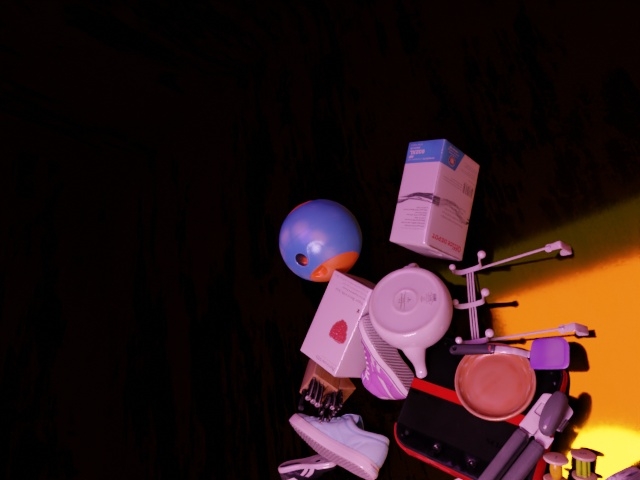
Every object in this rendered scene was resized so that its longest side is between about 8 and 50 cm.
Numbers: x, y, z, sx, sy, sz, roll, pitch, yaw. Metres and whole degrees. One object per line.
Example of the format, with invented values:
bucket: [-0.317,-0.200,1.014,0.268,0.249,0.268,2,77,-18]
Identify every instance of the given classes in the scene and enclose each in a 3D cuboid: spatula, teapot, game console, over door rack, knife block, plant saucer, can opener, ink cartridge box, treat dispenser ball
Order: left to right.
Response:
knife block: [-0.014,0.457,1.520,0.088,0.242,0.275,-53,48,15]
treat dispenser ball: [0.000,0.000,1.626,0.288,0.288,0.288,-15,66,39]
teapot: [0.271,0.210,1.356,0.256,0.187,0.252,-46,47,-6]
ink cartridge box: [0.344,-0.113,1.393,0.129,0.223,0.307,6,80,44]
game console: [0.403,0.444,1.227,0.387,0.060,0.341,8,62,43]
plant saucer: [0.444,0.360,1.190,0.200,0.037,0.199,-22,45,24]
spatula: [0.468,0.279,1.186,0.297,0.030,0.084,-6,50,37]
over door rack: [0.495,0.140,1.234,0.324,0.108,0.239,-17,59,38]
can opener: [0.457,0.454,1.052,0.283,0.095,0.076,-45,41,-12]

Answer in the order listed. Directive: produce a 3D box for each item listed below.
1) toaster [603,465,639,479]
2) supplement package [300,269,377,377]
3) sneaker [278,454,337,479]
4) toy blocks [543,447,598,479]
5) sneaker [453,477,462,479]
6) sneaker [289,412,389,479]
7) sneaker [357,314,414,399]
toaster: [0.625,0.565,0.946,0.146,0.129,0.226,58,142,41]
supplement package: [0.099,0.273,1.523,0.178,0.175,0.292,25,94,44]
sneaker: [-0.027,0.786,1.550,0.217,0.079,0.121,-19,86,23]
toy blocks: [0.564,0.557,1.058,0.054,0.123,0.148,-167,74,-80]
sneaker: [0.404,0.663,1.162,0.256,0.094,0.151,-40,46,23]
sneaker: [0.063,0.617,1.491,0.366,0.135,0.150,13,47,41]
sneaker: [0.158,0.366,1.418,0.161,0.102,0.282,-27,94,41]
